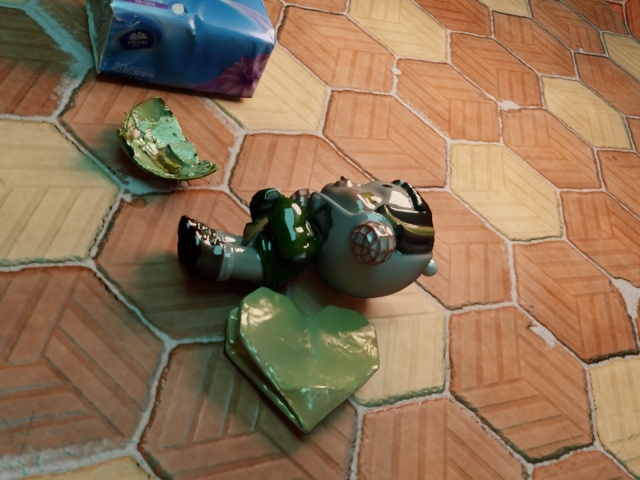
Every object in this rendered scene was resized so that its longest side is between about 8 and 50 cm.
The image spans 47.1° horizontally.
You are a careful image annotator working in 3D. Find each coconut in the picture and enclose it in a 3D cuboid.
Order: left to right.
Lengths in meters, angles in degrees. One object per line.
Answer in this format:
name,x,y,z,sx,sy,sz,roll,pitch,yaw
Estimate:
coconut,-0.227,-0.135,1.046,0.133,0.055,0.158,-8,55,-35

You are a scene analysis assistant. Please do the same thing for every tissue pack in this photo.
tissue pack,-0.227,-0.353,1.178,0.264,0.146,0.198,3,50,-29

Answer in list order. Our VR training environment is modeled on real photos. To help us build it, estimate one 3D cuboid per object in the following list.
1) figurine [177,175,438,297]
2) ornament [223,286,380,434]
figurine,0.000,0.000,0.990,0.370,0.167,0.281,-3,16,-22
ornament,-0.018,0.155,0.913,0.201,0.059,0.180,15,49,-22
